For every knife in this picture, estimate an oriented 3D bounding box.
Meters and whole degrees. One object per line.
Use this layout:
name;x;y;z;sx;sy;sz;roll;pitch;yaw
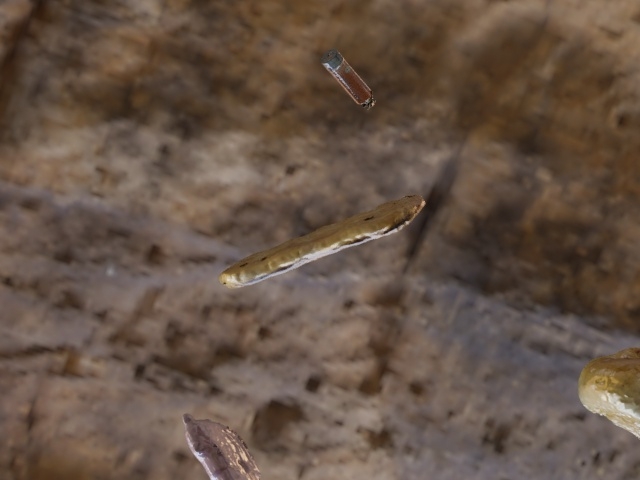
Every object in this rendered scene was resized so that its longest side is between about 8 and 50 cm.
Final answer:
knife;-0.039;0.343;1.660;0.132;0.038;0.399;27;-155;-55

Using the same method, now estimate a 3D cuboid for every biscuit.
biscuit;0.000;0.000;1.728;0.247;0.029;0.118;-21;-171;17

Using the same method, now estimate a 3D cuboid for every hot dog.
hot dog;0.307;0.145;1.269;0.242;0.073;0.084;32;172;-33

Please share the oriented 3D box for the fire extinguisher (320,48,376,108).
fire extinguisher;0.033;-0.168;1.658;0.083;0.022;0.028;45;-143;-32
